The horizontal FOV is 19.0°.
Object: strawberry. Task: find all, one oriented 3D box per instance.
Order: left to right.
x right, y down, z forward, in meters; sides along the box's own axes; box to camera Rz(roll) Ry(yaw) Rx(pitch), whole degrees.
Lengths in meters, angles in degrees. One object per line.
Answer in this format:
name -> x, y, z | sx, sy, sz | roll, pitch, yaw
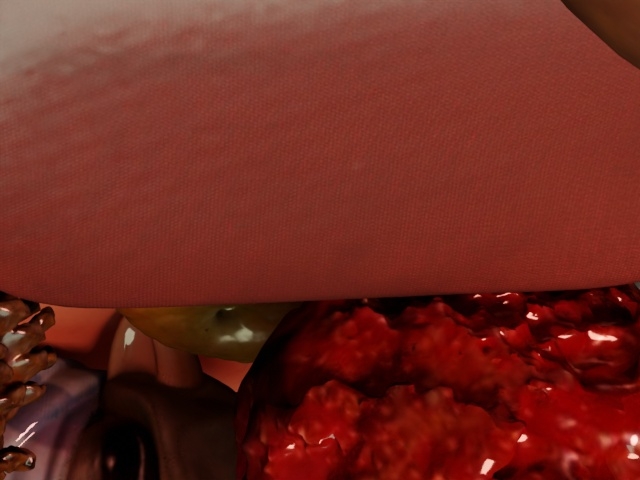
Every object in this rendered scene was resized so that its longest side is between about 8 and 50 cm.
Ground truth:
strawberry -> 0.067, 0.105, 0.954 | 0.220, 0.274, 0.274 | 49, 133, -9

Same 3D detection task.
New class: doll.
doll -> -0.193, 0.184, 1.227 | 0.340, 0.209, 0.318 | -8, 121, 10

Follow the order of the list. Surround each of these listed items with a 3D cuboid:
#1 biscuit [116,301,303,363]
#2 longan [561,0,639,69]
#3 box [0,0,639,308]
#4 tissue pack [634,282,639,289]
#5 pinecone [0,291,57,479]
biscuit -> -0.012, -0.013, 1.020 | 0.220, 0.066, 0.220 | -7, 143, -5
longan -> 0.185, -0.163, 0.568 | 0.297, 0.297, 0.297 | -5, 154, -2
box -> 0.019, -0.081, 0.829 | 0.404, 0.108, 0.263 | -1, 136, -11
tissue pack -> 0.204, 0.047, 1.205 | 0.185, 0.081, 0.257 | 6, 150, -23
pinecone -> -0.233, 0.075, 1.061 | 0.150, 0.195, 0.179 | 22, -174, 20
